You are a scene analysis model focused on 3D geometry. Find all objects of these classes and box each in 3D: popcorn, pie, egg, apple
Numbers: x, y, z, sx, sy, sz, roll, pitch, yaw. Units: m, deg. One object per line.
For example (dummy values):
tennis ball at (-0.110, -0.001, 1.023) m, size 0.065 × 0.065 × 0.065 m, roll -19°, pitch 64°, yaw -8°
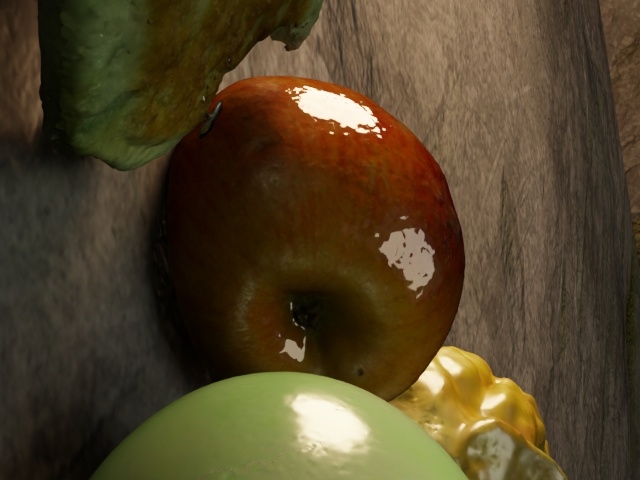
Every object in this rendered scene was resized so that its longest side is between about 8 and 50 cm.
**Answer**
popcorn at (0.075, 0.182, 0.817) m, size 0.266 × 0.192 × 0.233 m, roll -34°, pitch 117°, yaw -67°
pie at (-0.039, -0.163, 0.572) m, size 0.302 × 0.067 × 0.302 m, roll -54°, pitch 166°, yaw -19°
egg at (-0.018, 0.184, 0.533) m, size 0.220 × 0.220 × 0.269 m, roll 64°, pitch 23°, yaw -44°
apple at (0.000, 0.000, 0.740) m, size 0.173 × 0.160 × 0.195 m, roll -101°, pitch 173°, yaw -61°
